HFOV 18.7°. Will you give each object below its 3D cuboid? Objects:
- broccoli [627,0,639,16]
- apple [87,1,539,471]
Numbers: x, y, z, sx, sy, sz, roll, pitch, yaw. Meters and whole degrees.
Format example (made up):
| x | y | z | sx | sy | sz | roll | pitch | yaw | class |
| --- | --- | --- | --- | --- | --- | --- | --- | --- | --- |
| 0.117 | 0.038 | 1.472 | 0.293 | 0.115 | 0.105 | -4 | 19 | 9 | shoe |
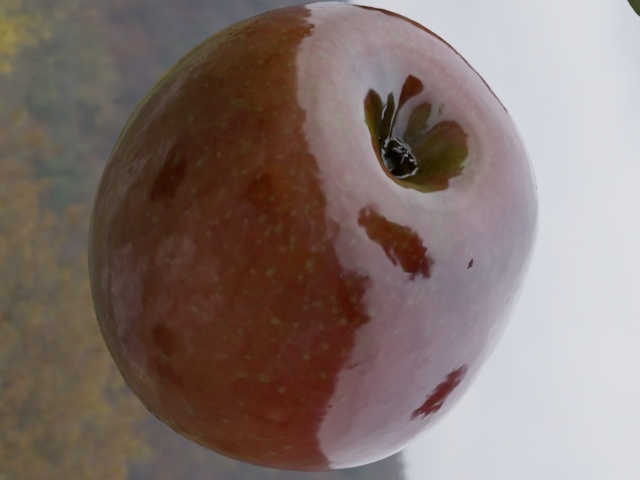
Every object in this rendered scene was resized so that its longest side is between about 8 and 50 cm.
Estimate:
| x | y | z | sx | sy | sz | roll | pitch | yaw | class |
| --- | --- | --- | --- | --- | --- | --- | --- | --- | --- |
| 0.122 | -0.249 | 1.143 | 0.242 | 0.180 | 0.273 | 135 | -49 | -59 | broccoli |
| 0.000 | 0.000 | 0.777 | 0.168 | 0.181 | 0.181 | -42 | -133 | 43 | apple |
